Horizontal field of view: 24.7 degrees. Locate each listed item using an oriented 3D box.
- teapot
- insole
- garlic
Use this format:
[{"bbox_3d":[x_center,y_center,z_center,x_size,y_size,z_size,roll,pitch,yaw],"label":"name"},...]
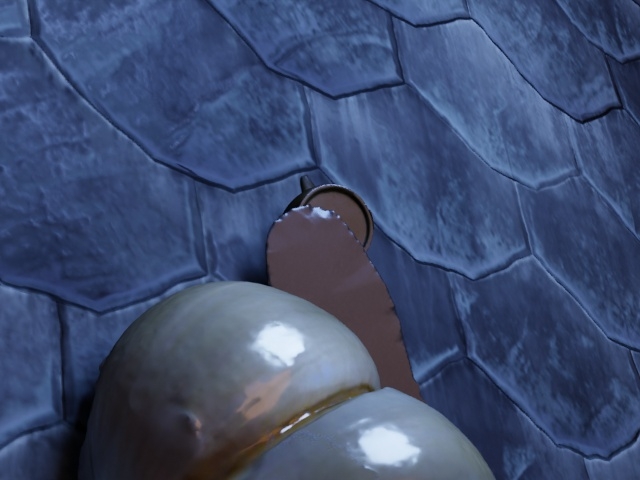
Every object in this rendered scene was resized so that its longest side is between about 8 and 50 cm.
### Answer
[{"bbox_3d":[0.000,0.000,1.263,0.076,0.068,0.121,-6,84,-25],"label":"teapot"},{"bbox_3d":[0.041,0.124,1.216,0.111,0.007,0.328,-26,91,-24],"label":"insole"},{"bbox_3d":[-0.011,0.170,1.019,0.313,0.286,0.249,-2,110,-47],"label":"garlic"}]
